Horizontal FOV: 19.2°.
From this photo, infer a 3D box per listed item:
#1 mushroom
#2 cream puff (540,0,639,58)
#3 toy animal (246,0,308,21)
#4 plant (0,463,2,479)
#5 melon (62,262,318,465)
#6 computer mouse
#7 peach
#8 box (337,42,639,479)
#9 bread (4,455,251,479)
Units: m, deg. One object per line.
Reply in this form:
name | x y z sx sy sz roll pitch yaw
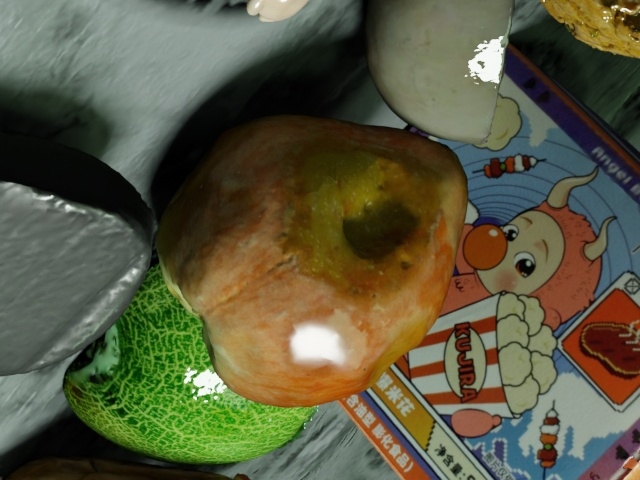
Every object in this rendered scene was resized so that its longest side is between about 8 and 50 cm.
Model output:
mushroom | 0.090 -0.156 1.355 0.117 0.141 0.188 4 131 -10
cream puff | 0.231 -0.202 1.418 0.183 0.183 0.169 -33 173 -14
toy animal | -0.024 -0.196 1.182 0.114 0.082 0.091 -56 -174 4
plant | -0.290 0.200 1.470 0.085 0.087 0.174 8 142 -12
melon | -0.098 0.110 1.530 0.169 0.129 0.265 -8 142 -45
computer mouse | -0.230 -0.004 1.202 0.168 0.087 0.295 -42 144 21
peach | 0.000 0.000 1.386 0.235 0.214 0.214 -35 156 -16
box | 0.195 0.077 1.598 0.318 0.348 0.257 -45 152 9
bread | -0.180 0.270 1.565 0.274 0.274 0.149 -16 113 -42
